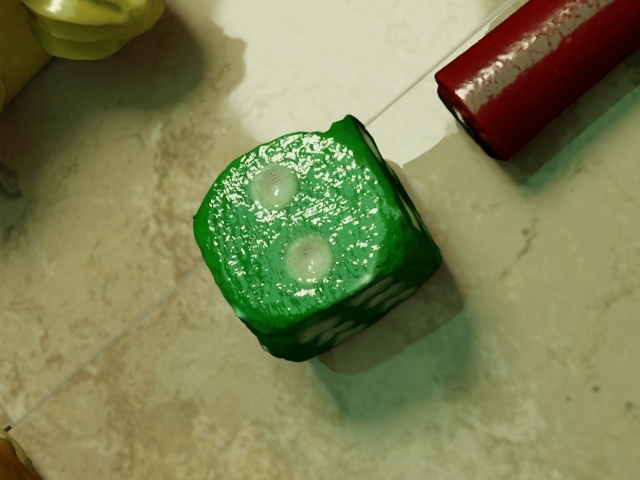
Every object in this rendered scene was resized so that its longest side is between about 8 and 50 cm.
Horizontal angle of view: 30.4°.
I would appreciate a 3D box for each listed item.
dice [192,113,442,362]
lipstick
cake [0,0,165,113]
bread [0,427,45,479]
[{"bbox_3d":[0.000,0.000,0.778,0.131,0.128,0.120,-33,75,7],"label":"dice"},{"bbox_3d":[0.187,-0.153,0.778,0.241,0.080,0.080,-40,72,7],"label":"lipstick"},{"bbox_3d":[-0.273,-0.207,0.844,0.227,0.222,0.286,-44,73,6],"label":"cake"},{"bbox_3d":[-0.263,0.280,0.679,0.279,0.390,0.371,-36,71,-1],"label":"bread"}]
